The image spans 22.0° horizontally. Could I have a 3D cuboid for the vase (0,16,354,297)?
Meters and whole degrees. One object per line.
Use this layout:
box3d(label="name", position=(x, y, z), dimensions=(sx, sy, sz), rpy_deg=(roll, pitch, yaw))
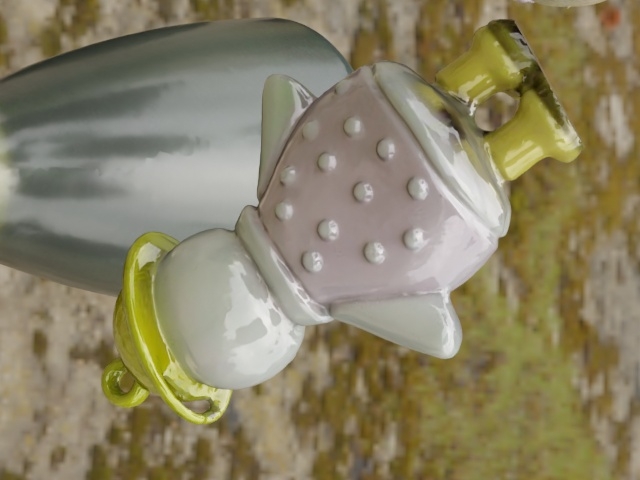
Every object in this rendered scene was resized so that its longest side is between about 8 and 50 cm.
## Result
box3d(label="vase", position=(-0.134, -0.037, 0.875), dimensions=(0.321, 0.173, 0.173), rpy_deg=(-5, 95, -44))

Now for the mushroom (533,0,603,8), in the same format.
box3d(label="mushroom", position=(0.091, -0.127, 0.605), dimensions=(0.067, 0.083, 0.084), rpy_deg=(-16, 106, -42))

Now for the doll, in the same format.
box3d(label="doll", position=(0.000, 0.000, 0.606), dimensions=(0.129, 0.207, 0.081), rpy_deg=(59, 13, 20))

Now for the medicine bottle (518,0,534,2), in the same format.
box3d(label="medicine bottle", position=(0.088, -0.205, 1.046), dimensions=(0.083, 0.203, 0.083), rpy_deg=(-10, 117, -21))
